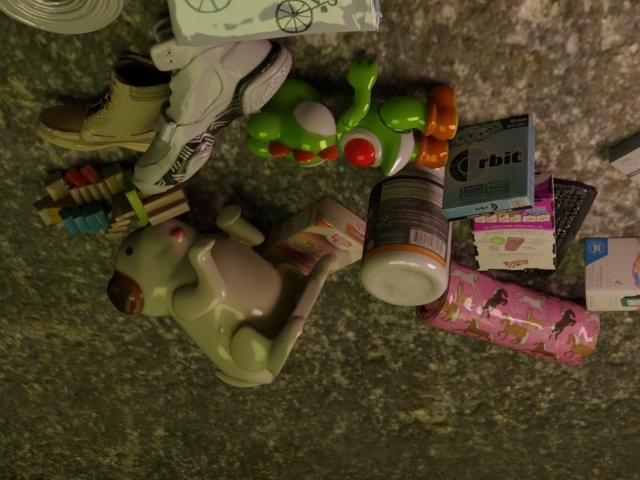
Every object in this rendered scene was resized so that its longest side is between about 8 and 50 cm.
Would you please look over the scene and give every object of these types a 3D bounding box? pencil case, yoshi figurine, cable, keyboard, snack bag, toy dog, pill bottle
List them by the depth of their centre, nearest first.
[{"bbox_3d":[-0.082,-0.449,1.685,0.343,0.037,0.323,-4,130,5],"label":"snack bag"},{"bbox_3d":[-0.427,-0.438,1.798,0.257,0.089,0.257,20,144,-15],"label":"cable"},{"bbox_3d":[0.046,-0.220,1.977,0.362,0.203,0.203,-1,-173,-10],"label":"yoshi figurine"},{"bbox_3d":[0.166,-0.031,2.077,0.162,0.278,0.162,6,145,4],"label":"pill bottle"},{"bbox_3d":[0.416,-0.025,2.247,0.202,0.033,0.317,10,145,-1],"label":"keyboard"},{"bbox_3d":[-0.223,0.097,2.291,0.408,0.284,0.395,28,142,0],"label":"toy dog"},{"bbox_3d":[0.403,0.154,2.384,0.386,0.167,0.160,17,147,-12],"label":"pencil case"}]

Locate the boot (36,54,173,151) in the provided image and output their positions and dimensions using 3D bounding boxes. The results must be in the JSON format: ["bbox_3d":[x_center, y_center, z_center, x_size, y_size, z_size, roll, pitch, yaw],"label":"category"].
[{"bbox_3d":[-0.390,-0.252,2.044,0.262,0.095,0.203,6,147,-6],"label":"boot"}]

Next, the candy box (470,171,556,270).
[{"bbox_3d":[0.372,-0.034,2.153,0.159,0.071,0.233,-1,144,12],"label":"candy box"}]

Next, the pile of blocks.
[{"bbox_3d":[-0.440,-0.093,2.244,0.362,0.149,0.112,-8,130,20],"label":"pile of blocks"}]

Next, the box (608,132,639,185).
[{"bbox_3d":[0.640,-0.139,2.025,0.186,0.038,0.145,29,141,-28],"label":"box"}]

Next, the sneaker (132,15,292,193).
[{"bbox_3d":[-0.241,-0.254,1.920,0.366,0.137,0.210,-41,116,18],"label":"sneaker"}]

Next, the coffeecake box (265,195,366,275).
[{"bbox_3d":[0.000,0.000,2.344,0.142,0.068,0.185,33,138,-28],"label":"coffeecake box"}]

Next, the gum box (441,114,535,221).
[{"bbox_3d":[0.300,-0.129,1.988,0.157,0.184,0.041,-9,142,25],"label":"gum box"}]

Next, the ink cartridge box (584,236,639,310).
[{"bbox_3d":[0.647,0.066,2.231,0.231,0.134,0.078,-2,143,15],"label":"ink cartridge box"}]
